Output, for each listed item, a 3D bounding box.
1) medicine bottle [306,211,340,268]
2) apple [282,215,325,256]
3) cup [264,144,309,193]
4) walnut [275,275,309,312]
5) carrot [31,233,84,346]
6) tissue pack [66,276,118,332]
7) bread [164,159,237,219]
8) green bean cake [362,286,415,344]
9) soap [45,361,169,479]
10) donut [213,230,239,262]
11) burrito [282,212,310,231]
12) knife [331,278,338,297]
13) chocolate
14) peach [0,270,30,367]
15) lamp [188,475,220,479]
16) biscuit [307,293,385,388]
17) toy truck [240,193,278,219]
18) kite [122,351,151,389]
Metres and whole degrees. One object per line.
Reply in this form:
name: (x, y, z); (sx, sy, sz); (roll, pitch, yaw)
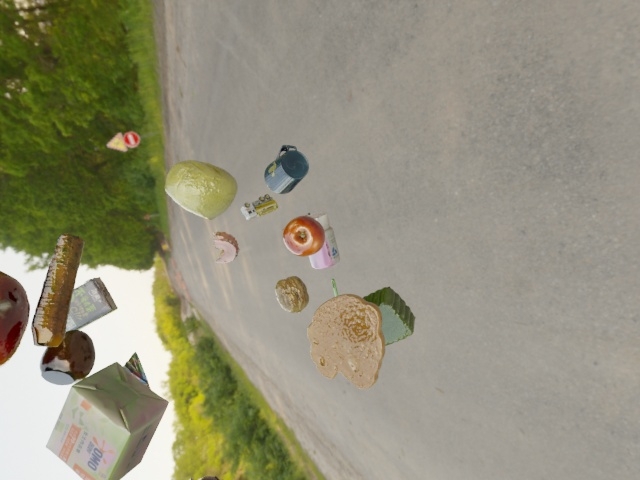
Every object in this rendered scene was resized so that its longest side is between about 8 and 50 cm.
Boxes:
medicine bottle: (0.000, 0.000, 2.110); (0.152, 0.152, 0.254); (18, 123, 65)
apple: (-0.062, -0.016, 1.645); (0.139, 0.163, 0.163); (-43, -67, -82)
cup: (-0.120, -0.273, 1.585); (0.155, 0.131, 0.176); (161, 111, -63)
walnut: (-0.134, 0.266, 2.096); (0.184, 0.155, 0.155); (68, 160, -2)
carrot: (-0.596, 0.110, 0.988); (0.070, 0.070, 0.260); (138, 140, -69)
tissue pack: (-1.047, 0.289, 1.907); (0.173, 0.235, 0.073); (60, 175, -3)
bread: (-0.540, -0.244, 1.981); (0.320, 0.237, 0.320); (29, -177, -1)
green bean cake: (0.312, 0.381, 2.141); (0.247, 0.156, 0.250); (-33, 111, 30)
soap: (-0.482, 0.422, 0.985); (0.182, 0.199, 0.138); (32, -166, 12)
donut: (-0.406, 0.028, 1.875); (0.065, 0.117, 0.166); (-94, 8, -46)
burrito: (-0.118, -0.081, 2.237); (0.051, 0.171, 0.042); (60, 178, 22)
knife: (0.085, 0.304, 2.292); (0.054, 0.015, 0.212); (-6, 98, 64)
chocolate: (-0.800, 0.372, 1.387); (0.177, 0.176, 0.177); (53, 155, 38)
peach: (-1.012, 0.253, 1.274); (0.281, 0.281, 0.338); (47, 121, 45)
lamp: (-0.351, 0.886, 1.407); (0.258, 0.180, 0.180); (39, 157, 1)
biscuit: (0.098, 0.381, 1.639); (0.312, 0.057, 0.351); (-12, 84, 26)
toy truck: (-0.212, -0.114, 1.506); (0.063, 0.123, 0.052); (63, 159, 4)
kite: (-0.752, 0.545, 1.653); (0.234, 0.321, 0.016); (37, -165, -42)
